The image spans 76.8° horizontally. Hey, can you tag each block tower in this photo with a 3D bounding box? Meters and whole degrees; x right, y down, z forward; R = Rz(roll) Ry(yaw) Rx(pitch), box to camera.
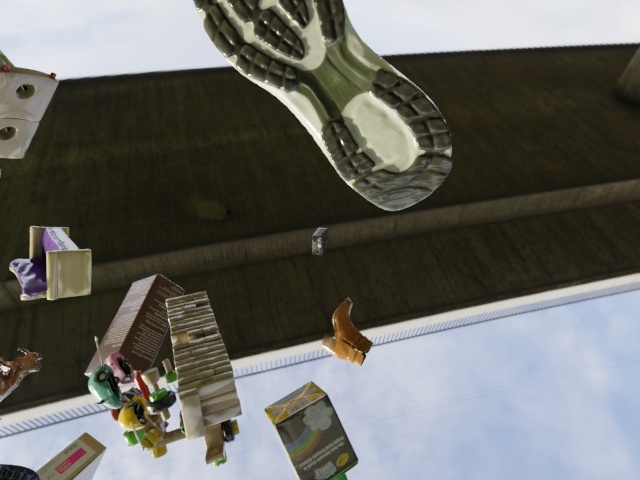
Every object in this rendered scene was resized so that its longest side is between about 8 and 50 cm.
[{"bbox_3d":[-0.234,0.216,0.780,0.097,0.090,0.335,-12,-156,-19],"label":"block tower"}]

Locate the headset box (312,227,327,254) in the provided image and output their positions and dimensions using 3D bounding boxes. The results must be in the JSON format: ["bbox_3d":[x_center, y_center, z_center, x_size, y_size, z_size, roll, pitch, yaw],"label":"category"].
[{"bbox_3d":[0.000,0.000,1.268,0.032,0.062,0.083,5,-155,14],"label":"headset box"}]

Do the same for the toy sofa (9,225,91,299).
[{"bbox_3d":[-0.882,0.061,1.309,0.177,0.150,0.363,-1,-165,-42],"label":"toy sofa"}]

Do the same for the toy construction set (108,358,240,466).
[{"bbox_3d":[-0.332,0.420,0.944,0.257,0.309,0.237,-23,-84,-39],"label":"toy construction set"}]

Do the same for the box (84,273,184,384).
[{"bbox_3d":[-0.671,0.327,1.486,0.191,0.143,0.381,-16,-137,35],"label":"box"}]

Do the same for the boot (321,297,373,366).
[{"bbox_3d":[0.107,0.303,1.335,0.152,0.073,0.197,21,-95,24],"label":"boot"}]

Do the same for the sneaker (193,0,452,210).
[{"bbox_3d":[-0.004,-0.223,0.514,0.158,0.410,0.182,-35,-169,13],"label":"sneaker"}]

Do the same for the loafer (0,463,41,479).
[{"bbox_3d":[-0.321,0.206,0.291,0.078,0.220,0.080,-4,-112,24],"label":"loafer"}]

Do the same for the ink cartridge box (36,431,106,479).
[{"bbox_3d":[-0.733,0.683,1.111,0.088,0.193,0.235,33,-160,8],"label":"ink cartridge box"}]

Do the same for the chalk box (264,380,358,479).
[{"bbox_3d":[-0.014,0.448,0.890,0.132,0.132,0.213,-24,-88,-18],"label":"chalk box"}]

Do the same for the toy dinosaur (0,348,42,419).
[{"bbox_3d":[-0.989,0.419,1.164,0.127,0.296,0.200,-21,-110,17],"label":"toy dinosaur"}]

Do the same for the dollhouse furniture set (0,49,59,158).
[{"bbox_3d":[-0.411,-0.171,0.410,0.129,0.129,0.184,47,-156,4],"label":"dollhouse furniture set"}]

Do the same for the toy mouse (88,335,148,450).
[{"bbox_3d":[-0.292,0.200,0.569,0.031,0.143,0.161,-28,-161,-12],"label":"toy mouse"}]
